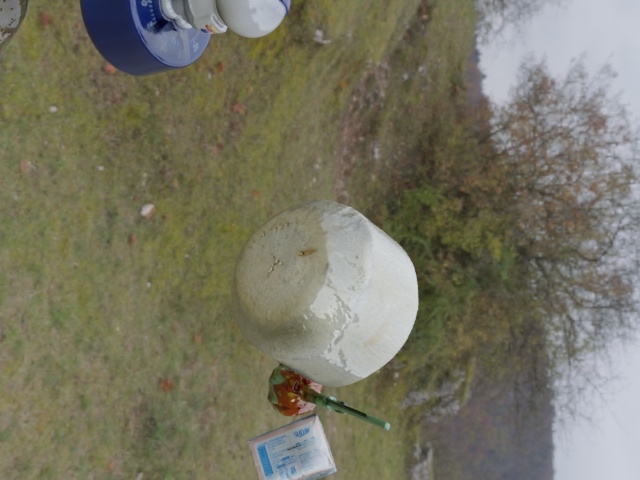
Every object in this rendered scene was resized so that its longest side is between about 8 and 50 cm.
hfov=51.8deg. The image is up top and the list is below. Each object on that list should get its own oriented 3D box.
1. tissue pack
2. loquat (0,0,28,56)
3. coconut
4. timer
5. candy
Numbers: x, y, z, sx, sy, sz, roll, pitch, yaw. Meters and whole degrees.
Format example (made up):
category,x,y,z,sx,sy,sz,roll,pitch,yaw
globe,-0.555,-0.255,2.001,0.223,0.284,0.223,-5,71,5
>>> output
category,x,y,z,sx,sy,sz,roll,pitch,yaw
tissue pack,-0.036,0.265,0.812,0.058,0.095,0.074,80,-10,-68
loquat,-0.435,-0.273,0.738,0.227,0.179,0.179,-51,173,7
coconut,0.016,0.081,0.925,0.266,0.238,0.237,37,49,-53
timer,-0.229,-0.453,1.255,0.270,0.384,0.270,-21,115,-58
candy,0.011,0.230,0.948,0.288,0.078,0.084,-3,-95,59
